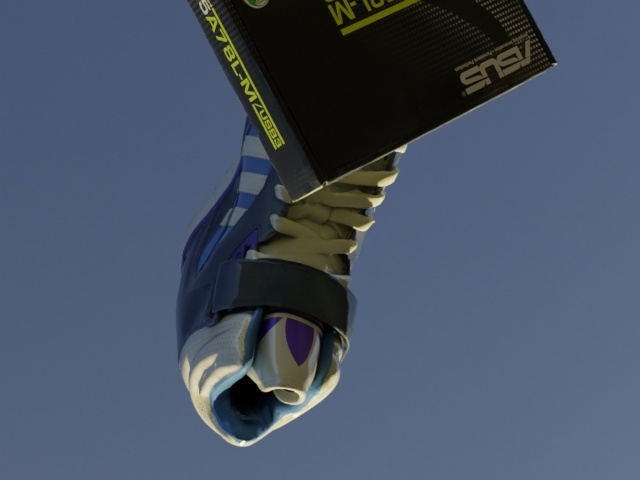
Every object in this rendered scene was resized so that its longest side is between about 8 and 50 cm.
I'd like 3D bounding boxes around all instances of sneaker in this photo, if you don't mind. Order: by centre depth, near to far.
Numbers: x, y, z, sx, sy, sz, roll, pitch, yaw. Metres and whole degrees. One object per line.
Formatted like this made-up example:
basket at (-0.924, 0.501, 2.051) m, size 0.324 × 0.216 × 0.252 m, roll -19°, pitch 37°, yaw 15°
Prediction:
sneaker at (-0.001, 0.000, 1.065) m, size 0.130 × 0.236 × 0.323 m, roll 19°, pitch -56°, yaw -25°

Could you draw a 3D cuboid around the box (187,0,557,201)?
box at (0.021, -0.142, 0.864) m, size 0.191 × 0.045 × 0.184 m, roll -28°, pitch -92°, yaw -30°
